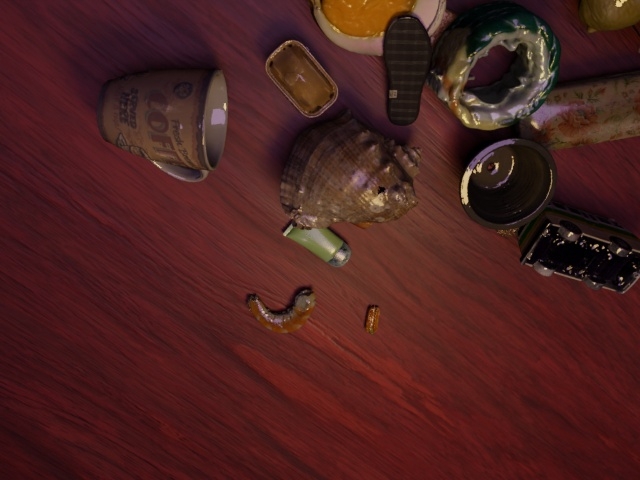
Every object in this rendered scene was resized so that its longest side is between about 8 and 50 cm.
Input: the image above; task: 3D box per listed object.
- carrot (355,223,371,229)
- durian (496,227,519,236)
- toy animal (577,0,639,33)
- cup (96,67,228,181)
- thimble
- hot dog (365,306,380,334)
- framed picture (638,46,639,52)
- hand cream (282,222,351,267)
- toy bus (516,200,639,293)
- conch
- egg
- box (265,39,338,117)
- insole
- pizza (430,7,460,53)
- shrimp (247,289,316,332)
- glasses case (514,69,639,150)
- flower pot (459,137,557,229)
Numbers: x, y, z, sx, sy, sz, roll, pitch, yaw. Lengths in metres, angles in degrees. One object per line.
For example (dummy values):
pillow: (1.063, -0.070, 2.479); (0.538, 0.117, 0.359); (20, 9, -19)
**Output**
carrot: (0.033, -0.102, 1.668); (0.225, 0.067, 0.067); (29, 107, -17)
durian: (0.471, -0.046, 1.725); (0.091, 0.080, 0.080); (-14, 114, -21)
toy animal: (0.580, -0.619, 1.444); (0.363, 0.180, 0.181); (40, 104, -20)
cup: (-0.350, -0.255, 1.521); (0.256, 0.228, 0.301); (7, 142, 6)
thimble: (0.385, -0.393, 1.514); (0.288, 0.167, 0.254); (-23, 122, 3)
hot dog: (0.142, 0.217, 1.834); (0.037, 0.021, 0.083); (3, 111, -18)
framed picture: (0.822, -0.509, 1.513); (0.289, 0.016, 0.213); (-6, 118, -43)
hand cream: (0.000, 0.000, 1.721); (0.175, 0.046, 0.095); (37, 105, -11)
toy bus: (0.662, 0.008, 1.712); (0.305, 0.179, 0.143); (16, 124, -11)
conch: (0.079, -0.161, 1.551); (0.352, 0.210, 0.297); (-28, 88, -25)
egg: (0.119, -0.547, 1.442); (0.286, 0.174, 0.264); (-8, 142, 12)
box: (-0.042, -0.371, 1.531); (0.111, 0.111, 0.177); (-41, 110, 11)
insole: (0.192, -0.376, 1.516); (0.110, 0.012, 0.310); (0, 143, 0)
pizza: (0.280, -0.484, 1.557); (0.122, 0.026, 0.109); (30, 109, -19)
shrimp: (-0.104, 0.167, 1.782); (0.166, 0.049, 0.161); (33, 107, -9)
glasses case: (0.682, -0.318, 1.623); (0.424, 0.098, 0.157); (-10, 118, -1)
flower pot: (0.437, -0.158, 1.638); (0.235, 0.148, 0.236); (-2, 115, -4)
